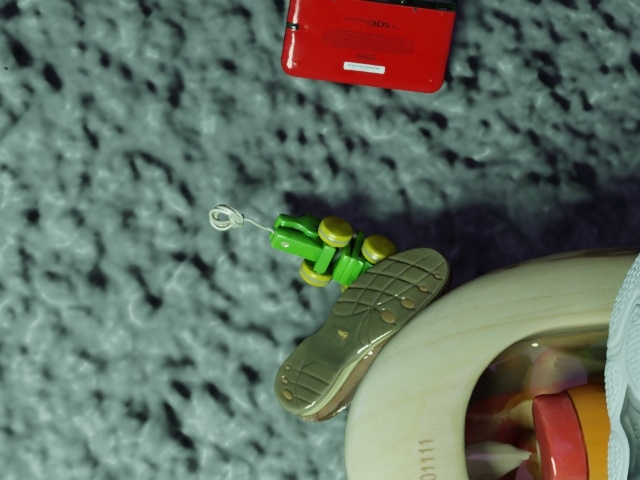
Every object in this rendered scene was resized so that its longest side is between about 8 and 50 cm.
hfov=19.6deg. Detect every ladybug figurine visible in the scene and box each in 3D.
[{"bbox_3d":[0.233,0.163,1.489,0.449,0.162,0.305,-2,79,-10],"label":"ladybug figurine"}]

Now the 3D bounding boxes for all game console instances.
[{"bbox_3d":[0.040,-0.203,1.612,0.144,0.085,0.124,6,108,-8],"label":"game console"}]

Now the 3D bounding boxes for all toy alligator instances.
[{"bbox_3d":[0.000,0.000,1.544,0.190,0.056,0.051,23,35,-5],"label":"toy alligator"}]

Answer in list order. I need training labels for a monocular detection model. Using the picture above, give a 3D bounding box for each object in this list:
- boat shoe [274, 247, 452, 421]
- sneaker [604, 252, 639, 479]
[{"bbox_3d":[0.040,0.078,1.510,0.178,0.060,0.064,-45,53,3],"label":"boat shoe"},{"bbox_3d":[0.296,0.136,1.373,0.153,0.101,0.268,2,84,-10],"label":"sneaker"}]
